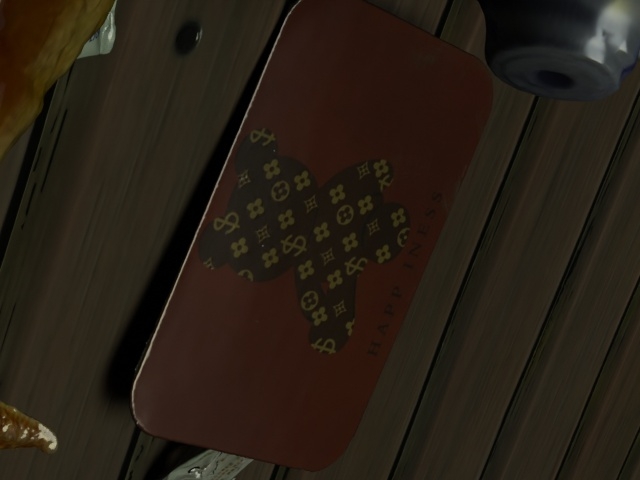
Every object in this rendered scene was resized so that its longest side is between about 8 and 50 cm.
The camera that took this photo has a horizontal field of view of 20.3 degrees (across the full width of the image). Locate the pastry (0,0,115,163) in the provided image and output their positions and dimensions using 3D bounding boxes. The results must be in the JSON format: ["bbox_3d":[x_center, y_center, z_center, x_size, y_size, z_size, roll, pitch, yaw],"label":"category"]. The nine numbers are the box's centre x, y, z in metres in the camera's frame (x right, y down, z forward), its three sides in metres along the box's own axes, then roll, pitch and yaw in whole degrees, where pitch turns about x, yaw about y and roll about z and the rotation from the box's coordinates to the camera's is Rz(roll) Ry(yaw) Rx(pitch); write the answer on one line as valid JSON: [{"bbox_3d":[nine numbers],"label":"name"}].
[{"bbox_3d":[-0.169,-0.146,0.540,0.356,0.163,0.356,-46,152,-33],"label":"pastry"}]

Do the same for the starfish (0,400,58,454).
[{"bbox_3d":[-0.225,0.120,0.805,0.247,0.050,0.138,18,101,-54],"label":"starfish"}]

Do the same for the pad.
[{"bbox_3d":[0.000,0.000,1.018,0.181,0.004,0.267,20,94,-44],"label":"pad"}]

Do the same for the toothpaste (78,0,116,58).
[{"bbox_3d":[-0.155,-0.084,0.748,0.218,0.033,0.052,-26,135,-52],"label":"toothpaste"}]

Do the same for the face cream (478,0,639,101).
[{"bbox_3d":[0.176,-0.264,0.878,0.235,0.137,0.420,39,68,-54],"label":"face cream"}]

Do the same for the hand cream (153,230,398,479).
[{"bbox_3d":[-0.024,0.072,1.078,0.257,0.050,0.084,-57,154,0],"label":"hand cream"}]
